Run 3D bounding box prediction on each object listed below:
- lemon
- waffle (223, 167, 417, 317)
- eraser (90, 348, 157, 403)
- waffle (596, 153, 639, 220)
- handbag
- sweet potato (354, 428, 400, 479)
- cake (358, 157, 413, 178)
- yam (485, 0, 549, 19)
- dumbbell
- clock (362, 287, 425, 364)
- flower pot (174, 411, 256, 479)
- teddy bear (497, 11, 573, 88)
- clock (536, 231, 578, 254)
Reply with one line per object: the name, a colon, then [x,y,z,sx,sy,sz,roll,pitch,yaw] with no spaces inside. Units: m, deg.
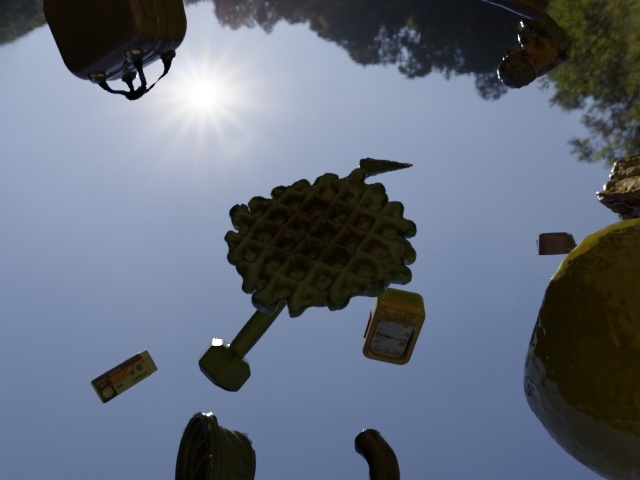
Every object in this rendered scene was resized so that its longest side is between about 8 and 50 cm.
lemon: [0.313,0.107,0.536,0.240,0.240,0.219,-32,-142,-32]
waffle: [0.000,0.000,1.037,0.309,0.056,0.292,-16,-131,-12]
eraser: [-0.392,0.270,1.261,0.122,0.052,0.029,-30,-170,-22]
waffle: [0.597,-0.027,0.938,0.308,0.213,0.091,33,-102,-11]
handbag: [-0.405,-0.424,1.277,0.302,0.283,0.149,-13,-176,37]
sweet potato: [0.128,0.579,1.461,0.112,0.085,0.286,0,-128,9]
cake: [0.161,-0.191,1.577,0.140,0.055,0.051,-8,-179,37]
yam: [0.311,-0.474,1.182,0.241,0.057,0.057,19,-137,-6]
dumbbell: [-0.133,0.179,1.343,0.302,0.121,0.108,-51,-142,-2]
clock: [0.200,0.237,1.739,0.143,0.202,0.096,10,-149,-4]
flower pot: [-0.236,0.514,1.448,0.140,0.235,0.235,11,-143,-29]
teddy bear: [0.528,-0.457,1.568,0.177,0.190,0.140,13,-136,-55]
clock: [0.657,0.007,1.742,0.110,0.050,0.152,-3,-176,23]
